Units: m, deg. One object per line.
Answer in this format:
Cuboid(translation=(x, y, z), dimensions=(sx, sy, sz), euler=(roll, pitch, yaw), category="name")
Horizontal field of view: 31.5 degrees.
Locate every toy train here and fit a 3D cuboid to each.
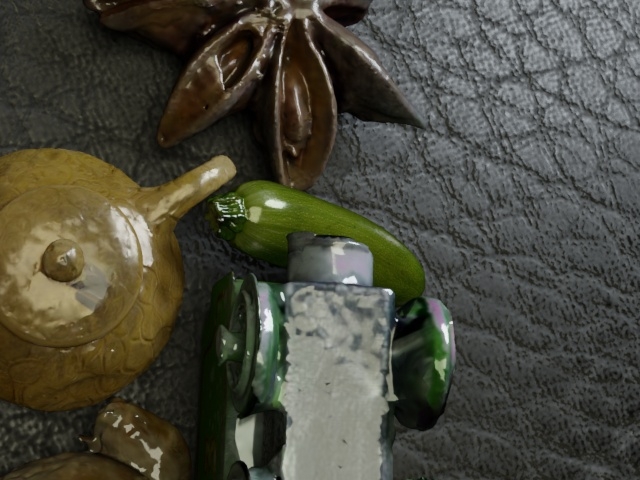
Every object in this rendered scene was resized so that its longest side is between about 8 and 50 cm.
Cuboid(translation=(-0.008, 0.157, 0.855), dimensions=(0.173, 0.249, 0.307), euler=(5, 78, -15), category="toy train")

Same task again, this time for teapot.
Cuboid(translation=(-0.190, 0.019, 0.863), dimensions=(0.311, 0.167, 0.203), euler=(-32, 92, -20), category="teapot")

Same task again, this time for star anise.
Cuboid(translation=(-0.033, -0.198, 0.982), dimensions=(0.315, 0.108, 0.316), euler=(4, 77, -19), category="star anise")

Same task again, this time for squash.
Cuboid(translation=(0.000, 0.000, 0.942), dimensions=(0.258, 0.069, 0.069), euler=(23, 73, -44), category="squash")

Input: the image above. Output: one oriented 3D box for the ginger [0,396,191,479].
Cuboid(translation=(-0.189, 0.293, 0.810), dimensions=(0.256, 0.176, 0.375), euler=(28, 65, -32), category="ginger")
